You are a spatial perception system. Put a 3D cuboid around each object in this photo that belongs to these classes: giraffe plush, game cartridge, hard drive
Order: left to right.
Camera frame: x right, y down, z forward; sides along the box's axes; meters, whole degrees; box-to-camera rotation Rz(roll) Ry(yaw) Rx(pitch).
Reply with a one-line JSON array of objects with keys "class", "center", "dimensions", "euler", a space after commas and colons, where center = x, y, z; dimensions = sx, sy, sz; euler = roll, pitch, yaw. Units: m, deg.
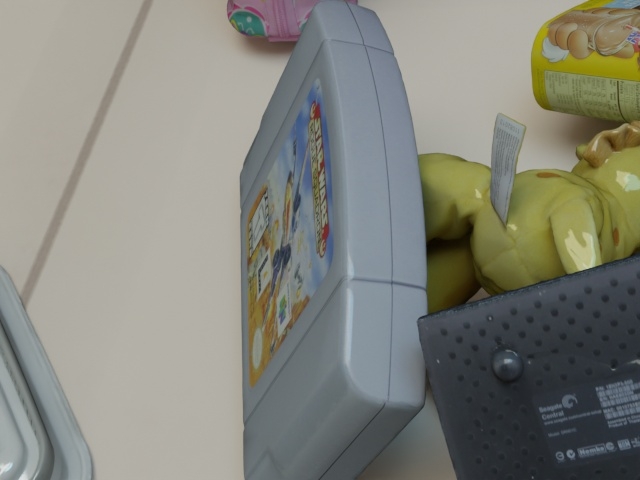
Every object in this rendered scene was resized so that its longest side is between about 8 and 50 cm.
[{"class": "game cartridge", "center": [0.000, 0.000, 0.651], "dimensions": [0.062, 0.198, 0.297], "euler": [7, 53, -15]}, {"class": "giraffe plush", "center": [0.154, -0.005, 0.625], "dimensions": [0.171, 0.210, 0.181], "euler": [-17, 56, -28]}, {"class": "hard drive", "center": [0.162, 0.130, 0.485], "dimensions": [0.172, 0.054, 0.254], "euler": [-19, 93, 26]}]

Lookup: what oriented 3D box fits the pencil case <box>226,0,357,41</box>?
[{"class": "pencil case", "center": [-0.037, -0.289, 0.798], "dimensions": [0.124, 0.284, 0.124], "euler": [-3, 50, 3]}]

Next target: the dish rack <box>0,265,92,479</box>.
[{"class": "dish rack", "center": [-0.353, 0.149, 0.721], "dimensions": [0.333, 0.072, 0.285], "euler": [-30, 53, -10]}]

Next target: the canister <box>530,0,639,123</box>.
[{"class": "canister", "center": [0.240, -0.117, 0.678], "dimensions": [0.126, 0.073, 0.170], "euler": [-29, 32, -36]}]
